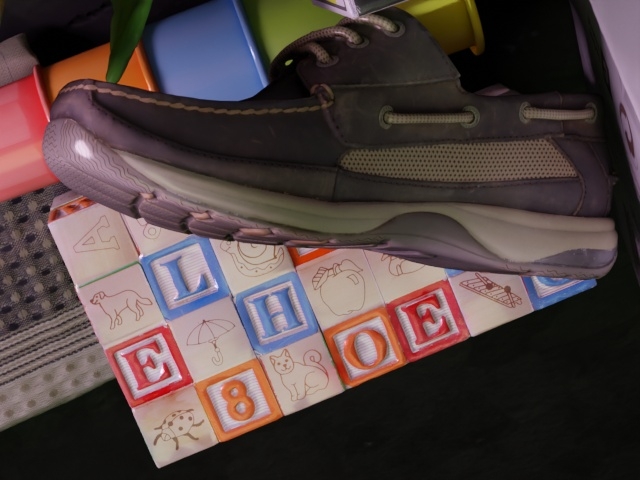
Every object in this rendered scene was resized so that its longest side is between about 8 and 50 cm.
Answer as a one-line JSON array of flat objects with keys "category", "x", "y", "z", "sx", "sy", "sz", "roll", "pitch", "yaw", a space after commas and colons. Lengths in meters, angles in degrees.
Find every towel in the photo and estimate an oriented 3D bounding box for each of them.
[{"category": "towel", "x": -0.292, "y": 0.037, "z": 1.142, "sx": 0.324, "sy": 0.056, "sz": 0.312, "roll": -24, "pitch": 135, "yaw": -11}]

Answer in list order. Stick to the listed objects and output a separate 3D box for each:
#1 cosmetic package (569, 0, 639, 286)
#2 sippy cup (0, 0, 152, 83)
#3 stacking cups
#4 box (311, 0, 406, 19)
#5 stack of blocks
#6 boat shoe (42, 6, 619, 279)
[{"category": "cosmetic package", "x": 0.379, "y": -0.053, "z": 1.025, "sx": 0.394, "sy": 0.329, "sz": 0.327, "roll": -17, "pitch": 136, "yaw": 5}, {"category": "sippy cup", "x": -0.251, "y": -0.150, "z": 0.878, "sx": 0.306, "sy": 0.224, "sz": 0.240, "roll": -14, "pitch": 136, "yaw": 2}, {"category": "stacking cups", "x": -0.064, "y": -0.096, "z": 1.038, "sx": 0.316, "sy": 0.096, "sz": 0.096, "roll": -22, "pitch": 135, "yaw": 2}, {"category": "box", "x": 0.126, "y": -0.203, "z": 0.902, "sx": 0.290, "sy": 0.169, "sz": 0.087, "roll": -19, "pitch": 102, "yaw": -5}, {"category": "stack of blocks", "x": 0.000, "y": 0.000, "z": 1.100, "sx": 0.297, "sy": 0.087, "sz": 0.171, "roll": -22, "pitch": 103, "yaw": -1}, {"category": "boat shoe", "x": 0.015, "y": -0.058, "z": 0.955, "sx": 0.355, "sy": 0.130, "sz": 0.132, "roll": 9, "pitch": 176, "yaw": -36}]
